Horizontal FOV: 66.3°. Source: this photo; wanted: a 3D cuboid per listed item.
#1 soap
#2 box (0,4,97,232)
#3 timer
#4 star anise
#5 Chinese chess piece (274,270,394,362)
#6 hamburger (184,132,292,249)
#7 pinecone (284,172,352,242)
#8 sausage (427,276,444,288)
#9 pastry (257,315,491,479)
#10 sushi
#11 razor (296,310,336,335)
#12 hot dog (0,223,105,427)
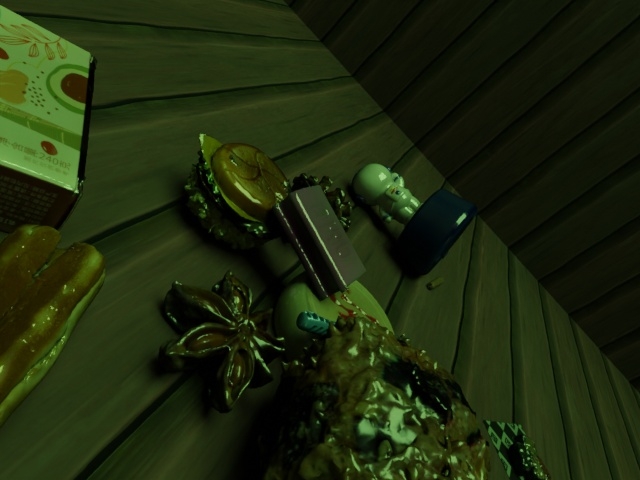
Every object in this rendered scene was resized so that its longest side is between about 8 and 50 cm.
[{"bbox_3d":[0.000,0.000,0.936,0.203,0.065,0.122,61,28,0],"label":"soap"},{"bbox_3d":[-0.522,-0.214,0.655,0.385,0.122,0.345,23,37,-39],"label":"box"},{"bbox_3d":[0.266,-0.106,1.554,0.383,0.270,0.270,40,25,15],"label":"timer"},{"bbox_3d":[-0.157,0.150,0.747,0.214,0.099,0.220,38,31,12],"label":"star anise"},{"bbox_3d":[0.034,0.177,0.969,0.273,0.102,0.273,34,31,-24],"label":"Chinese chess piece"},{"bbox_3d":[-0.159,-0.089,0.994,0.261,0.138,0.243,9,48,-50],"label":"hamburger"},{"bbox_3d":[-0.008,-0.064,1.147,0.149,0.179,0.195,15,2,22],"label":"pinecone"},{"bbox_3d":[0.373,0.138,1.587,0.026,0.026,0.116,55,29,14],"label":"sausage"},{"bbox_3d":[0.070,0.283,0.680,0.337,0.292,0.405,54,24,10],"label":"pastry"},{"bbox_3d":[0.537,0.566,1.249,0.219,0.047,0.232,22,37,-40],"label":"sushi"},{"bbox_3d":[0.064,0.175,0.861,0.253,0.042,0.082,26,-8,-32],"label":"razor"},{"bbox_3d":[-0.349,0.105,0.521,0.135,0.100,0.337,29,31,-16],"label":"hot dog"}]
